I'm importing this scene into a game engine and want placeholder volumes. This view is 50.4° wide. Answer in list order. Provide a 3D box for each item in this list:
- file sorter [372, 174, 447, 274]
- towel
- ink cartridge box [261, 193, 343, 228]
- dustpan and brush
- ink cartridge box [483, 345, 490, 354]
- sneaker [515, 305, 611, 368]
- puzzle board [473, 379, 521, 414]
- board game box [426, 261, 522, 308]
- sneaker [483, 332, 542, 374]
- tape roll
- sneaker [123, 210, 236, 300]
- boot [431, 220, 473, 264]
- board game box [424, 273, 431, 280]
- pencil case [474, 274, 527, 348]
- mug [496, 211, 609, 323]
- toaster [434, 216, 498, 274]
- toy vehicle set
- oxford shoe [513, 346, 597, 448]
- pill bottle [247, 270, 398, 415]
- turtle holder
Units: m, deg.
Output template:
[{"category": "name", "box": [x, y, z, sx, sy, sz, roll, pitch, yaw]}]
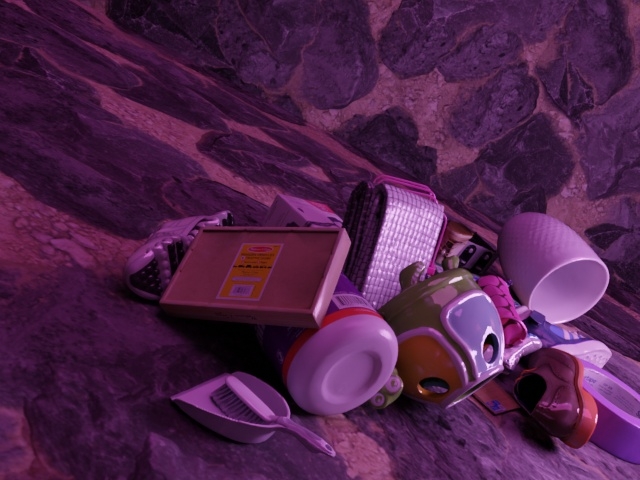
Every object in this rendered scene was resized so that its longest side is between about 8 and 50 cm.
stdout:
[{"category": "file sorter", "box": [0.233, -0.060, 1.951, 0.202, 0.182, 0.290, 14, 19, -5]}, {"category": "towel", "box": [0.141, 0.026, 1.500, 0.121, 0.283, 0.235, 16, 1, 42]}, {"category": "ink cartridge box", "box": [0.000, 0.000, 1.611, 0.172, 0.100, 0.237, 10, 26, -46]}, {"category": "dustpan and brush", "box": [-0.074, 0.235, 0.903, 0.211, 0.060, 0.147, 36, 18, 19]}, {"category": "ink cartridge box", "box": [0.298, 0.203, 1.508, 0.151, 0.109, 0.063, 33, 20, 11]}, {"category": "sneaker", "box": [0.612, 0.254, 1.831, 0.323, 0.130, 0.236, 8, 31, -39]}, {"category": "puzzle board", "box": [0.358, 0.325, 1.429, 0.128, 0.011, 0.096, 6, 30, -51]}, {"category": "board game box", "box": [0.457, 0.158, 1.996, 0.317, 0.046, 0.213, 17, 22, -36]}, {"category": "sneaker", "box": [0.435, 0.270, 1.570, 0.191, 0.071, 0.082, -8, 45, -18]}, {"category": "tape roll", "box": [0.672, 0.395, 1.608, 0.275, 0.090, 0.274, 26, 18, -9]}, {"category": "sneaker", "box": [-0.256, 0.022, 1.173, 0.118, 0.110, 0.292, 6, 18, 19]}, {"category": "boot", "box": [0.379, 0.024, 2.042, 0.077, 0.165, 0.213, 41, 13, 14]}, {"category": "board game box", "box": [0.308, 0.156, 1.762, 0.170, 0.048, 0.141, 38, 17, 24]}, {"category": "pencil case", "box": [0.384, 0.153, 1.459, 0.098, 0.095, 0.209, 48, 20, -14]}, {"category": "mug", "box": [0.749, 0.098, 2.269, 0.328, 0.276, 0.374, -112, 177, -50]}, {"category": "toaster", "box": [0.481, 0.019, 2.311, 0.168, 0.110, 0.185, 21, 20, -30]}, {"category": "toy vehicle set", "box": [-0.101, 0.050, 1.048, 0.267, 0.035, 0.166, 1, 48, 26]}, {"category": "oxford shoe", "box": [0.493, 0.308, 1.491, 0.133, 0.129, 0.363, 25, 13, 1]}, {"category": "pill bottle", "box": [-0.026, 0.117, 1.110, 0.182, 0.181, 0.323, 16, 22, -38]}, {"category": "turtle holder", "box": [0.198, 0.175, 1.218, 0.227, 0.243, 0.320, 56, 17, 20]}]
